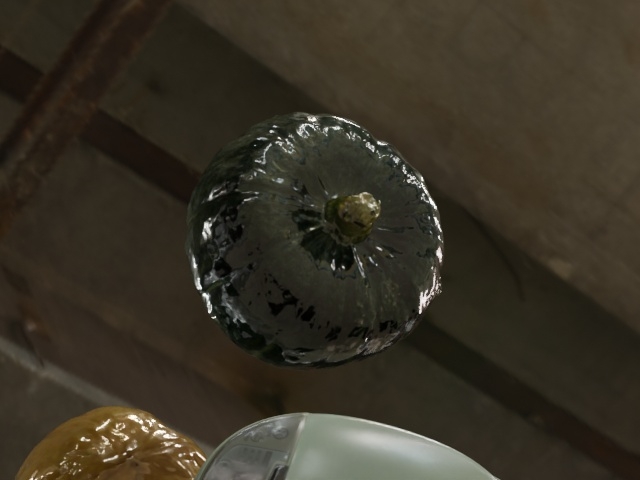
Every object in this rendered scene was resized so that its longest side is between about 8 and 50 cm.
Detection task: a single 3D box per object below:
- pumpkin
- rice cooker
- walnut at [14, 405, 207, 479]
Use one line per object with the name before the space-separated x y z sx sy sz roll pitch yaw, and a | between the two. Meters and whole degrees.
pumpkin | -0.002 0.000 1.201 0.212 0.211 0.152 -10 -20 -18
rice cooker | 0.024 0.175 0.814 0.206 0.145 0.127 22 -31 -4
walnut | -0.169 0.241 1.258 0.195 0.195 0.221 -2 -40 -23
